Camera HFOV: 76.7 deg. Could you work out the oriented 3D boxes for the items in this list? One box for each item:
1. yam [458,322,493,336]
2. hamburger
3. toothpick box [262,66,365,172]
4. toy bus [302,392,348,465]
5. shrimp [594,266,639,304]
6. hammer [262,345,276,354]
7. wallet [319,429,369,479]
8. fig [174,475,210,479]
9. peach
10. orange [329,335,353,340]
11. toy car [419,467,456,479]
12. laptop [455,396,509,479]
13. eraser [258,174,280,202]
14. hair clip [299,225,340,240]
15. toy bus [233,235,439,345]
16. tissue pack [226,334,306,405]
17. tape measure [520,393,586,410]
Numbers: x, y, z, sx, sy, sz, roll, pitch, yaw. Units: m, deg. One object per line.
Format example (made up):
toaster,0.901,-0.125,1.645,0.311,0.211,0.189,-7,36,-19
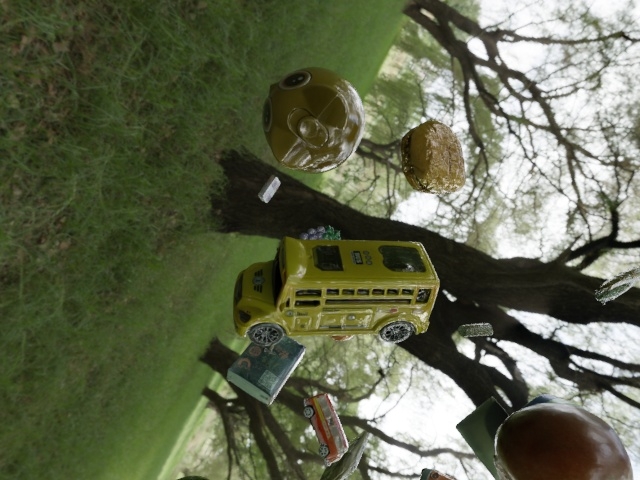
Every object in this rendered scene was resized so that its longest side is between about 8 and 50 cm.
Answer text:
yam,0.629,0.362,1.635,0.054,0.132,0.054,179,-90,-77
hamburger,0.458,-0.329,1.611,0.158,0.319,0.318,-19,-141,56
toothpick box,-0.031,-0.471,1.598,0.409,0.409,0.425,-61,-173,22
toy bus,0.014,0.495,1.076,0.077,0.174,0.079,-24,160,-3
shrimp,1.121,0.163,1.514,0.185,0.068,0.287,-43,153,20
hammer,-0.168,0.372,1.661,0.013,0.062,0.198,-17,-136,58
wallet,0.084,0.931,1.698,0.275,0.068,0.335,-45,168,24
fig,-0.379,0.736,1.086,0.195,0.245,0.195,-43,-151,31
peach,0.479,0.453,0.818,0.252,0.252,0.252,-62,-178,3
orange,0.047,0.187,0.916,0.083,0.084,0.083,-62,-178,3
toy car,0.456,0.936,1.407,0.212,0.270,0.180,-12,-145,39
laptop,0.651,0.739,1.478,0.188,0.269,0.015,-36,162,-5
eraser,-0.205,-0.207,1.626,0.105,0.026,0.065,-58,162,-11
hair clip,-0.001,0.000,1.787,0.052,0.195,0.124,127,-53,-73
toy bus,0.020,0.077,0.692,0.145,0.331,0.151,-100,-166,-49
tissue pack,-0.234,0.542,1.802,0.315,0.228,0.103,-47,162,-51
tape measure,0.775,0.645,1.320,0.259,0.262,0.138,-28,-167,-16
